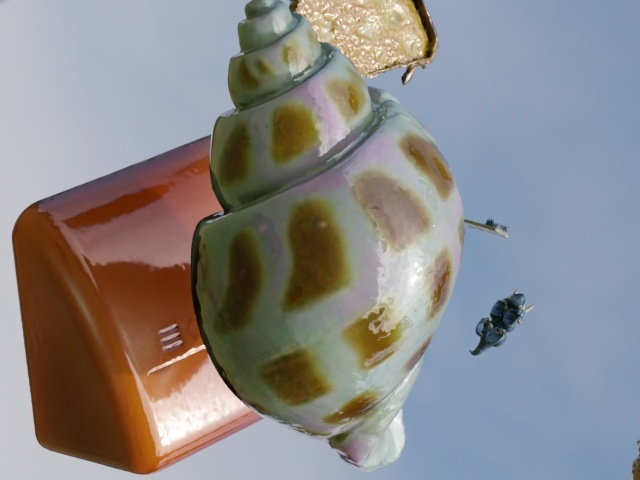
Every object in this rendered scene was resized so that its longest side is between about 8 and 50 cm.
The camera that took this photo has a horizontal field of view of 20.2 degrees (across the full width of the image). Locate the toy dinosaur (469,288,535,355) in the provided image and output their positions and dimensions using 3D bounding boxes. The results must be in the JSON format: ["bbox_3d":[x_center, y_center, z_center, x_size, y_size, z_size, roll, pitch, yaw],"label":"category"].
[{"bbox_3d":[0.186,0.088,1.867,0.030,0.083,0.047,41,-4,17],"label":"toy dinosaur"}]

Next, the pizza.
[{"bbox_3d":[0.038,-0.260,2.302,0.074,0.251,0.288,9,-105,58],"label":"pizza"}]

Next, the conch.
[{"bbox_3d":[0.000,0.001,1.369,0.249,0.197,0.368,-131,-131,-75],"label":"conch"}]

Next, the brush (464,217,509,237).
[{"bbox_3d":[0.160,-0.015,1.758,0.013,0.016,0.083,-62,-159,-4],"label":"brush"}]

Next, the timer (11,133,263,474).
[{"bbox_3d":[-0.134,0.051,1.609,0.161,0.257,0.250,11,-61,51],"label":"timer"}]

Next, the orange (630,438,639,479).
[{"bbox_3d":[0.393,0.260,1.835,0.170,0.112,0.160,24,-1,15],"label":"orange"}]
